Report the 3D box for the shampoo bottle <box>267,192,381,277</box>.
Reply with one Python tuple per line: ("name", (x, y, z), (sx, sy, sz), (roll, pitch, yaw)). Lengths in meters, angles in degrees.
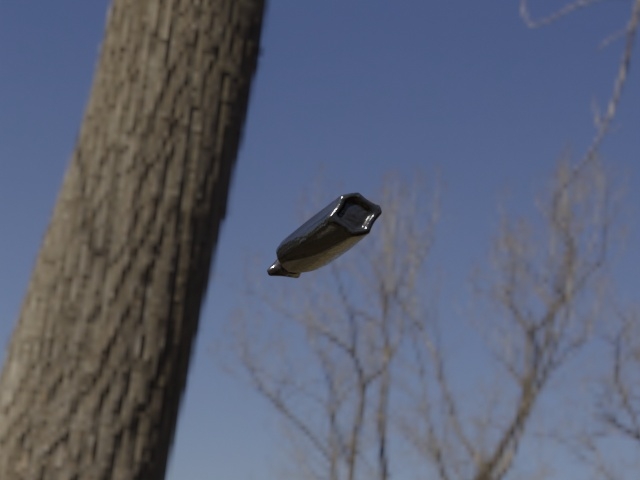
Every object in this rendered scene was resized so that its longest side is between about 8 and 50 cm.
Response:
("shampoo bottle", (0.000, 0.000, 0.955), (0.048, 0.027, 0.137), (-11, -10, -20))
